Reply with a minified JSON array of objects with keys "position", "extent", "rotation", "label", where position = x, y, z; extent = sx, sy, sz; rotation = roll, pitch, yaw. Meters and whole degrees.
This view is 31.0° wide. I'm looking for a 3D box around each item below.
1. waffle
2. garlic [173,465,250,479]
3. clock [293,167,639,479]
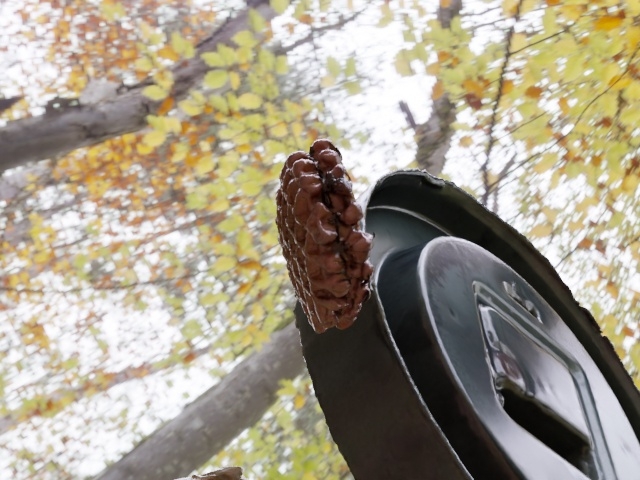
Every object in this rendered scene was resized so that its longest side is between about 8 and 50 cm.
[{"position":[0.000,0.000,0.491],"extent":[0.029,0.083,0.075],"rotation":[-9,-113,-12],"label":"waffle"},{"position":[-0.103,0.284,1.079],"extent":[0.124,0.099,0.174],"rotation":[-24,-53,31],"label":"garlic"},{"position":[0.109,0.098,0.672],"extent":[0.061,0.312,0.312],"rotation":[-38,-93,25],"label":"clock"}]
